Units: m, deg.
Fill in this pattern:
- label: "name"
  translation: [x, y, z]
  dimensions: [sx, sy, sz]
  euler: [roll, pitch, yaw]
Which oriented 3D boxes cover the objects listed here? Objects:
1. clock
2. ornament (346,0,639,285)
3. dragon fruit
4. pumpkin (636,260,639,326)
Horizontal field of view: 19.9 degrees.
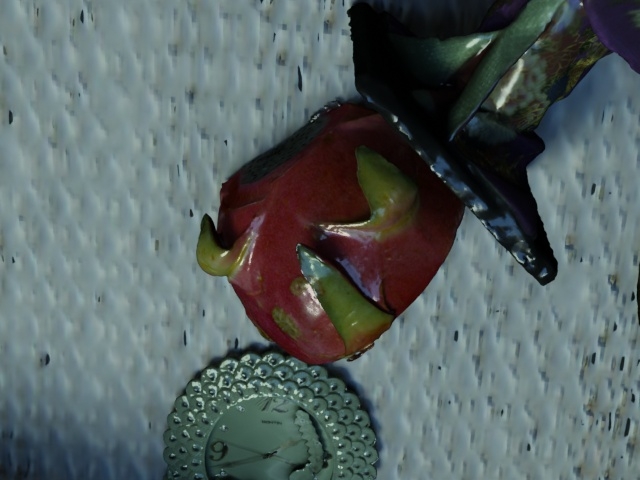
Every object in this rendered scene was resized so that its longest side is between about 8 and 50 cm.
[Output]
- label: "clock"
  translation: [-0.017, 0.073, 0.622]
  dimensions: [0.074, 0.010, 0.083]
  euler: [5, 118, 2]
- label: "ornament"
  translation: [0.103, -0.082, 0.487]
  dimensions: [0.203, 0.081, 0.088]
  euler: [-35, 111, 21]
- label: "dragon fruit"
  translation: [0.000, 0.000, 0.553]
  dimensions: [0.083, 0.060, 0.056]
  euler: [-33, 115, 22]
- label: "pumpkin"
  translation: [0.180, 0.072, 0.553]
  dimensions: [0.163, 0.111, 0.278]
  euler: [-2, 120, 11]
